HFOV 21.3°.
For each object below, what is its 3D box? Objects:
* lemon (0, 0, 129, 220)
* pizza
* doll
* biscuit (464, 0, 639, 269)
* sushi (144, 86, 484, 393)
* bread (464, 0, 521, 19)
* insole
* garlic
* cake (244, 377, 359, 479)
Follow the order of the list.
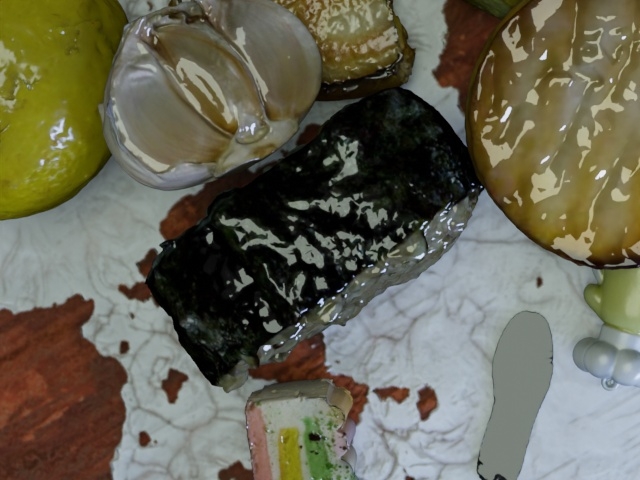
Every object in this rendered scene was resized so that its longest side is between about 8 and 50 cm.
[{"bbox_3d":[-0.314,-0.153,1.717,0.260,0.260,0.284,29,76,7],"label":"lemon"},{"bbox_3d":[-0.051,-0.269,1.765,0.251,0.074,0.287,-16,88,8],"label":"pizza"},{"bbox_3d":[0.313,0.074,1.725,0.106,0.062,0.162,17,92,16],"label":"doll"},{"bbox_3d":[0.287,-0.121,1.653,0.296,0.102,0.296,1,104,6],"label":"biscuit"},{"bbox_3d":[0.000,0.000,1.697,0.350,0.211,0.171,-34,79,-2],"label":"sushi"},{"bbox_3d":[0.164,-0.343,1.698,0.186,0.124,0.257,-37,92,-10],"label":"bread"},{"bbox_3d":[0.202,0.165,1.771,0.064,0.004,0.188,14,93,8],"label":"insole"},{"bbox_3d":[-0.113,-0.144,1.675,0.229,0.143,0.178,-31,87,-13],"label":"garlic"},{"bbox_3d":[-0.012,0.249,1.786,0.109,0.090,0.225,-5,109,6],"label":"cake"}]
